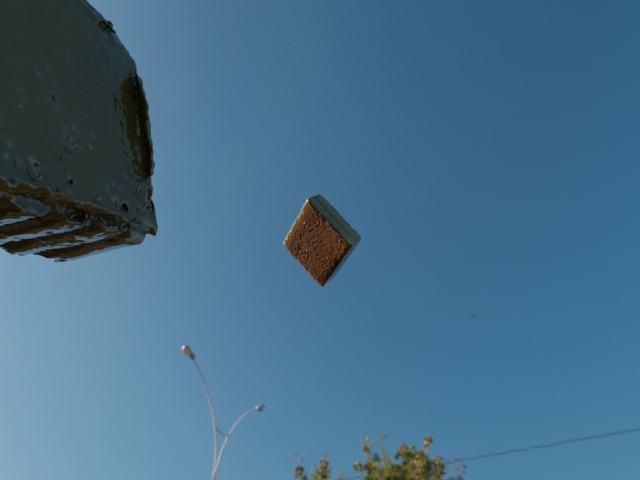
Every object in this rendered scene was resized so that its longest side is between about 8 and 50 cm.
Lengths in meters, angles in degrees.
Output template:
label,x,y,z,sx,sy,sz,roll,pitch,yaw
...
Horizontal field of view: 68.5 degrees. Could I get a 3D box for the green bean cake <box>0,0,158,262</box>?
label,x,y,z,sx,sy,sz,roll,pitch,yaw
green bean cake,-0.239,-0.103,0.366,0.131,0.224,0.230,-15,-14,10

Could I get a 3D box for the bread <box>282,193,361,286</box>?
label,x,y,z,sx,sy,sz,roll,pitch,yaw
bread,0.000,0.000,0.642,0.090,0.035,0.094,45,-48,15
